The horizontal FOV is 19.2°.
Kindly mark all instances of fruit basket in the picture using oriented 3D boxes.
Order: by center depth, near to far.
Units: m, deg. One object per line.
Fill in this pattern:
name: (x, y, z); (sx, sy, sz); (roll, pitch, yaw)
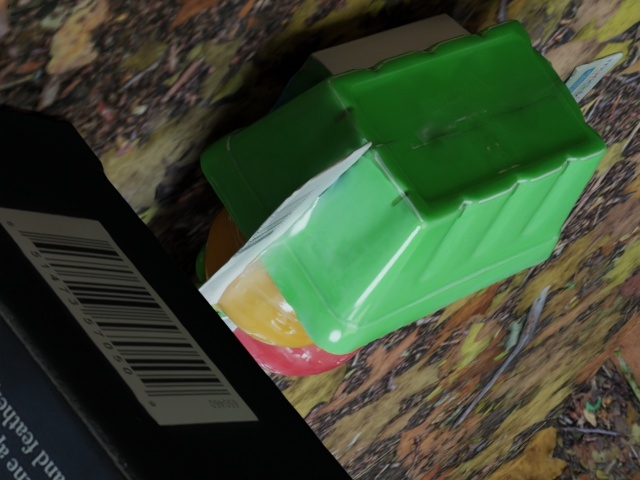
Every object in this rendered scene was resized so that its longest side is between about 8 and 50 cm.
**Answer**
fruit basket: (0.000, 0.000, 1.248); (0.327, 0.165, 0.353); (-22, 170, -42)

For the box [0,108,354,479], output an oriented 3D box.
box: (-0.215, 0.170, 0.924); (0.395, 0.293, 0.212); (-45, 161, 15)
